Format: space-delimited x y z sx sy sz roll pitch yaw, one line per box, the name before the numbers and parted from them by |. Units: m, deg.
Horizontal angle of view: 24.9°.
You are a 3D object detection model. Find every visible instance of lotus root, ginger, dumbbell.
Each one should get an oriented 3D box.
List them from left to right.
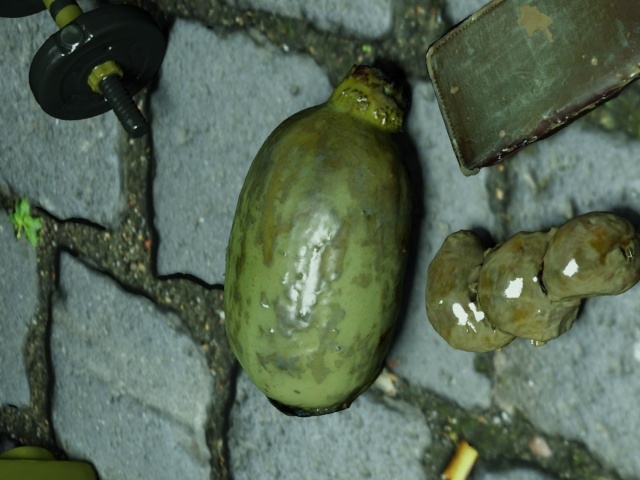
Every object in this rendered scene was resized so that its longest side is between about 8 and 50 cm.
dumbbell | -0.256 -0.231 1.455 0.325 0.143 0.143 56 133 21
lotus root | 0.000 0.000 1.242 0.173 0.173 0.309 21 106 42
ginger | 0.161 0.031 1.122 0.204 0.080 0.104 -16 82 49

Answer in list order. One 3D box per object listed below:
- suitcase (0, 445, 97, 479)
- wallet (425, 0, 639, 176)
suitcase | -0.366 0.335 1.651 0.194 0.235 0.143 -61 38 35
wallet | 0.176 -0.146 1.102 0.232 0.031 0.122 -30 73 44
